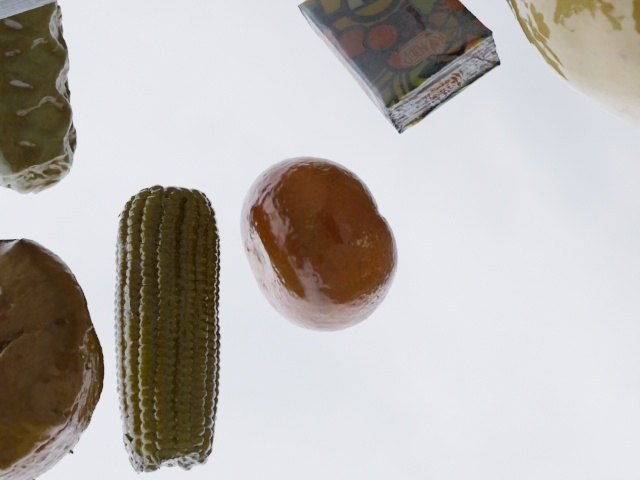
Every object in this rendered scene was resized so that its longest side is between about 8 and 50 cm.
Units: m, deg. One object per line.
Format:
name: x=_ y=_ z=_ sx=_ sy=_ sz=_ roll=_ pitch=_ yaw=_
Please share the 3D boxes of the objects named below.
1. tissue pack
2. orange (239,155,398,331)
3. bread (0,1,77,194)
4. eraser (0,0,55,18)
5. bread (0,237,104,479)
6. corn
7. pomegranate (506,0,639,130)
tissue pack: x=0.065 y=-0.175 z=0.883 sx=0.148 sy=0.109 sz=0.060 roll=55 pitch=-178 yaw=32
orange: x=0.000 y=0.000 z=1.293 sx=0.170 sy=0.224 sz=0.224 roll=-22 pitch=-103 yaw=-24
bread: x=-0.393 y=-0.191 z=1.337 sx=0.130 sy=0.152 sz=0.267 roll=-29 pitch=-64 yaw=-65
eraser: x=-0.310 y=-0.263 z=1.077 sx=0.029 sy=0.122 sz=0.052 roll=48 pitch=-140 yaw=-46
bread: x=-0.334 y=0.129 z=1.040 sx=0.269 sy=0.145 sz=0.268 roll=-4 pitch=-119 yaw=7
corn: x=-0.178 y=0.101 z=1.231 sx=0.131 sy=0.131 sz=0.344 roll=9 pitch=-114 yaw=-34
pomegranate: x=0.242 y=-0.196 z=0.598 sx=0.307 sy=0.307 sz=0.307 roll=19 pitch=-127 yaw=-28
